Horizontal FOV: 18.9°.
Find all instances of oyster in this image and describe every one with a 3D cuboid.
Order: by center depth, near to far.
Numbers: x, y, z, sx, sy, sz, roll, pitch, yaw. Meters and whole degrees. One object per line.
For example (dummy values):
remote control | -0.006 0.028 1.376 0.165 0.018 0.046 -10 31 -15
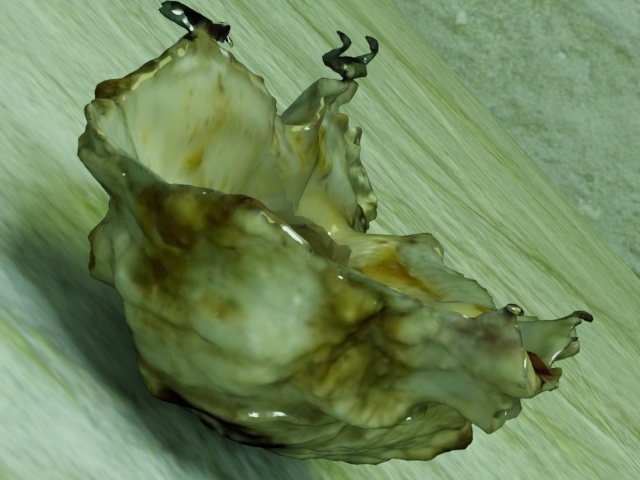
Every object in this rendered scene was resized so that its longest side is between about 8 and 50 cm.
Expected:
oyster | -0.007 -0.004 0.753 0.198 0.133 0.337 45 9 -6
